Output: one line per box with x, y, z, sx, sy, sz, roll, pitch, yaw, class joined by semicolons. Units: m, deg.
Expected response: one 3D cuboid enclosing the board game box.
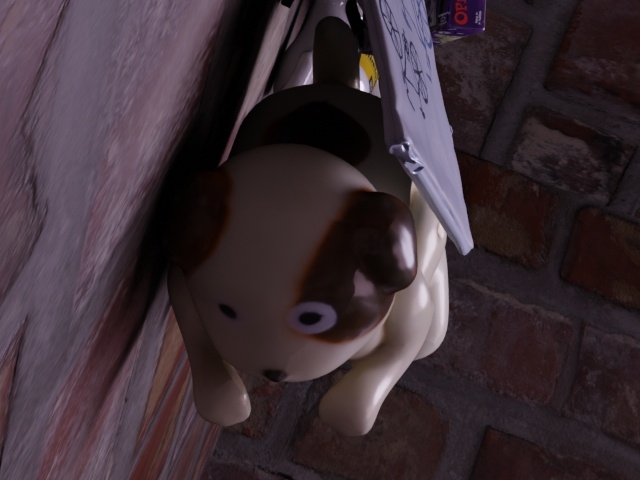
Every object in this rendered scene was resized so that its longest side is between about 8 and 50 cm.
0.119;-0.332;1.956;0.347;0.056;0.208;-177;-86;-75;board game box

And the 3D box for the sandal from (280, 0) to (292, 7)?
0.003;-0.313;1.699;0.067;0.040;0.179;-66;176;-53;sandal

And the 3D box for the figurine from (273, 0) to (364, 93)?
0.013;-0.268;2.005;0.215;0.092;0.209;-59;161;-77;figurine

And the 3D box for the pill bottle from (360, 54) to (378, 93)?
0.022;-0.220;2.250;0.184;0.103;0.103;-66;177;-57;pill bottle

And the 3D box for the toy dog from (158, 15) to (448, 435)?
0.000;0.000;1.592;0.408;0.285;0.395;-53;160;-77;toy dog

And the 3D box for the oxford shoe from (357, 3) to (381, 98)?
0.021;-0.165;2.476;0.169;0.130;0.449;-68;180;-67;oxford shoe

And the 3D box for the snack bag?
0.076;-0.176;1.599;0.323;0.037;0.342;49;29;-66;snack bag
